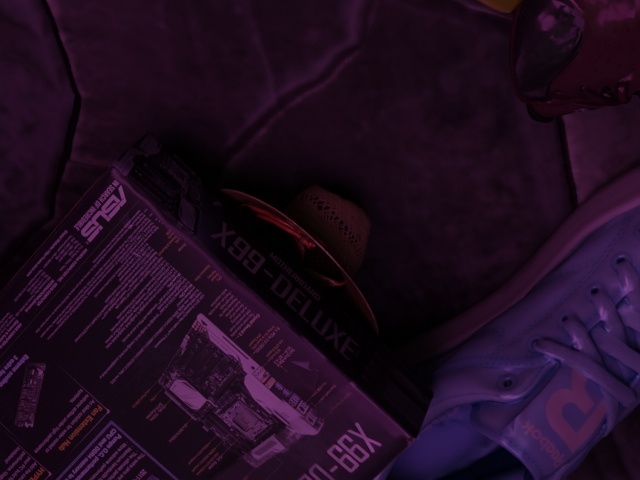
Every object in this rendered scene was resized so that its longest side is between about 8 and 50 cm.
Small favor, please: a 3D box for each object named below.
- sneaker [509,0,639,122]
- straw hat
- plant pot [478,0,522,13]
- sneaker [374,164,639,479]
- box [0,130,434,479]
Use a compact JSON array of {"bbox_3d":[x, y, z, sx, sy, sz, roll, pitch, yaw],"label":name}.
[{"bbox_3d":[0.213,-0.094,1.073,0.162,0.106,0.281,-38,99,26],"label":"sneaker"},{"bbox_3d":[0.000,0.000,1.142,0.061,0.144,0.144,-49,115,-22],"label":"straw hat"},{"bbox_3d":[0.050,-0.279,0.900,0.227,0.228,0.207,30,108,-15],"label":"plant pot"},{"bbox_3d":[0.162,0.087,1.142,0.366,0.150,0.135,-39,113,20],"label":"sneaker"},{"bbox_3d":[-0.120,0.125,1.129,0.242,0.076,0.307,42,112,-3],"label":"box"}]
